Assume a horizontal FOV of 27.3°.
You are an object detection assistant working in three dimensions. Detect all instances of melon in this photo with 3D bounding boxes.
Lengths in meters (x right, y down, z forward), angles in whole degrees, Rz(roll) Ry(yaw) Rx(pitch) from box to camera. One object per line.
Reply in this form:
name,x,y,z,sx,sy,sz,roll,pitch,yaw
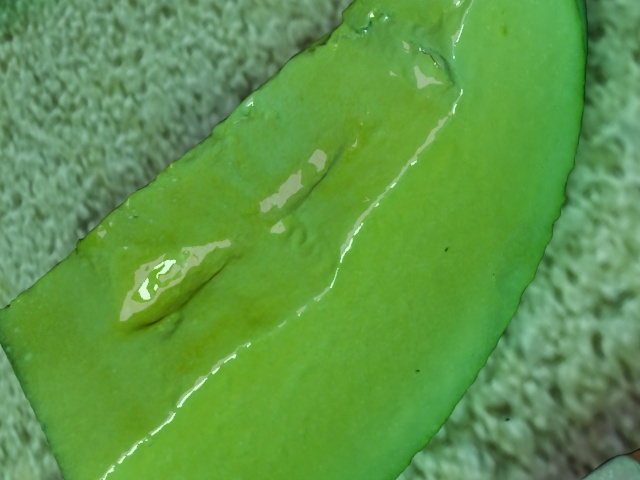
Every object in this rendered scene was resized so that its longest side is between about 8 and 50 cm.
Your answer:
melon,0.000,0.000,0.582,0.323,0.124,0.196,-44,62,11

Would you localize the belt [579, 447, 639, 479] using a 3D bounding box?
belt,0.168,0.173,0.437,0.324,0.115,0.227,-30,65,26
